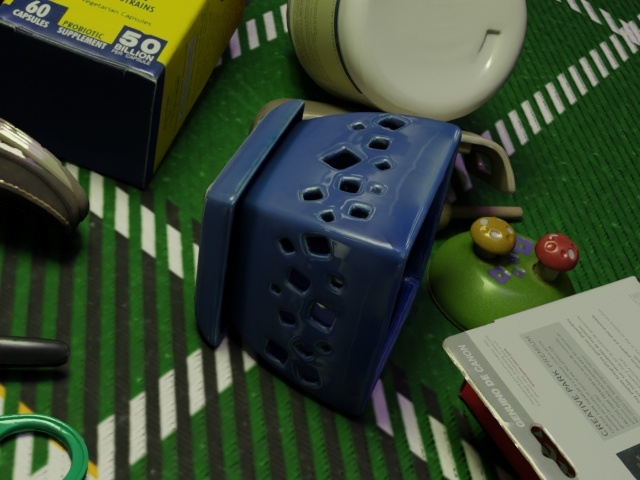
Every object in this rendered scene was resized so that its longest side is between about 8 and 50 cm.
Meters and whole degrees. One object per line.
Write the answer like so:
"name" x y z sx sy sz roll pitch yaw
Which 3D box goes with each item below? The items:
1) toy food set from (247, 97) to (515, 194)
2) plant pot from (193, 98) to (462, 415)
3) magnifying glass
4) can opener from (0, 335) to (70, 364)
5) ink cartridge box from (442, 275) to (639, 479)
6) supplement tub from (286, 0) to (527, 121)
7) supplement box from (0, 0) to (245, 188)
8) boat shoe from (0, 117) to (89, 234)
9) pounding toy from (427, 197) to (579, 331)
"toy food set" 0.066 -0.108 1.299 0.306 0.092 0.220 7 11 -7
"plant pot" 0.000 0.000 1.097 0.212 0.236 0.236 18 41 10
"magnifying glass" -0.322 0.180 0.941 0.231 0.026 0.092 17 41 -3
"can opener" -0.334 0.106 1.003 0.186 0.073 0.059 0 5 -24
"ink cartridge box" 0.287 0.209 1.036 0.272 0.130 0.309 -13 49 -28
"supplement tub" 0.093 -0.284 1.354 0.236 0.235 0.325 1 13 -18
"supplement box" -0.228 -0.276 1.293 0.194 0.195 0.356 21 51 1
"boat shoe" -0.420 -0.082 1.122 0.355 0.132 0.130 26 71 2
"pounding toy" 0.221 0.007 1.250 0.183 0.110 0.236 -1 45 -20
